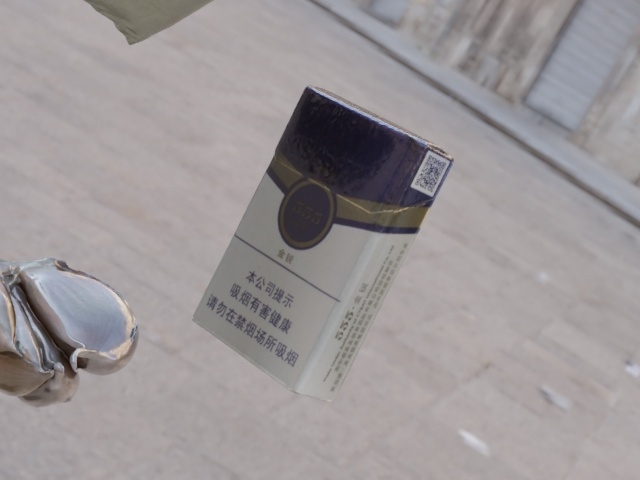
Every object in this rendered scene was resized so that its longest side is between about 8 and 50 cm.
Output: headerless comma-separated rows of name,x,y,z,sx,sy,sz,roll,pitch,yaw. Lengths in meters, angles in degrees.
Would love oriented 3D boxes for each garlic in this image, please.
garlic,-0.383,0.121,1.931,0.292,0.210,0.237,48,-6,35

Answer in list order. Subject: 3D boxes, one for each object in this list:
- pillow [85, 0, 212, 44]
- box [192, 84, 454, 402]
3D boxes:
pillow,-0.186,-0.296,1.549,0.134,0.181,0.078,45,28,-50
box,0.000,0.000,1.289,0.168,0.259,0.071,30,8,41
